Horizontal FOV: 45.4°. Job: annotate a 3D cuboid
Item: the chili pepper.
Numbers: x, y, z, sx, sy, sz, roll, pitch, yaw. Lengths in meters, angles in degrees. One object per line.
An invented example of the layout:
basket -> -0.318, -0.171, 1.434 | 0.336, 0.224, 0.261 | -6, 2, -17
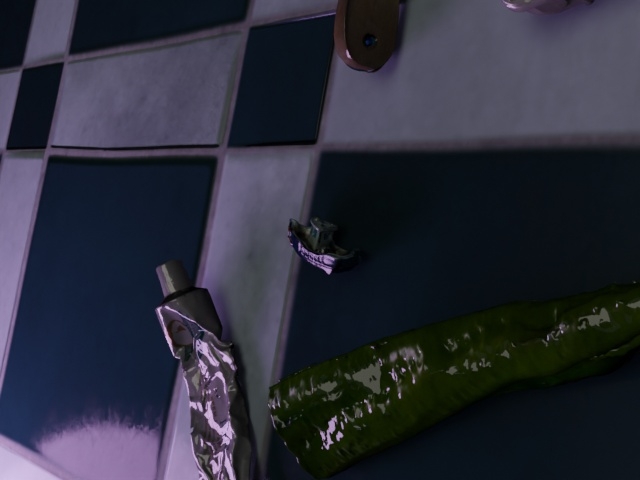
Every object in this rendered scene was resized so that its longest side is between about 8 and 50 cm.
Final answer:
chili pepper -> 0.101, 0.069, 0.481 | 0.359, 0.076, 0.085 | -33, 86, 37

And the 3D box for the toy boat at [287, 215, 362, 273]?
toy boat -> 0.000, 0.000, 0.617 | 0.083, 0.038, 0.038 | 28, 99, 44

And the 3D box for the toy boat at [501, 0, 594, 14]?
toy boat -> 0.149, -0.289, 0.488 | 0.140, 0.140, 0.270 | -16, 83, 40

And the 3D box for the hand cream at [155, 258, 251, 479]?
hand cream -> -0.104, 0.137, 0.675 | 0.084, 0.050, 0.257 | -33, 66, 35

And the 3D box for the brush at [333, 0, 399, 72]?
brush -> 0.045, -0.298, 0.636 | 0.065, 0.070, 0.328 | -3, 79, 61
